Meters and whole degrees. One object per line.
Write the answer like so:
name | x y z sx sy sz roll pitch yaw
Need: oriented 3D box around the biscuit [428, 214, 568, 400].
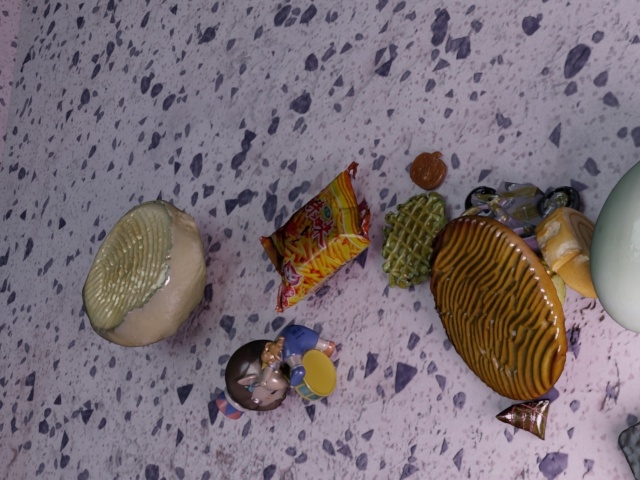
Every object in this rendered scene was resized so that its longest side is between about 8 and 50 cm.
biscuit | 0.277 0.111 1.677 0.318 0.040 0.318 44 145 41

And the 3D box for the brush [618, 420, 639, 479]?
brush | 0.501 0.328 1.443 0.123 0.059 0.197 -40 47 29

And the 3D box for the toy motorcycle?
toy motorcycle | 0.332 -0.025 1.783 0.225 0.073 0.152 3 69 42

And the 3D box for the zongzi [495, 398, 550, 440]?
zongzi | 0.326 0.278 1.682 0.083 0.073 0.067 5 96 14

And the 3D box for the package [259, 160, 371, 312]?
package | -0.001 -0.005 2.141 0.288 0.108 0.223 -37 43 23

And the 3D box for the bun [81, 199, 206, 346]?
bun | -0.390 0.089 2.468 0.364 0.202 0.364 -28 48 35

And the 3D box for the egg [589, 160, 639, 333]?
egg | 0.494 -0.002 1.485 0.203 0.203 0.282 25 98 51

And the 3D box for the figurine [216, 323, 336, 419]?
figurine | -0.098 0.271 2.097 0.275 0.161 0.158 -27 91 42

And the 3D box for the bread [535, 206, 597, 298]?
bread | 0.401 0.020 1.647 0.073 0.122 0.149 -46 43 30

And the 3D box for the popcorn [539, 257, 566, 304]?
popcorn | 0.341 0.087 1.701 0.120 0.106 0.116 -46 54 25

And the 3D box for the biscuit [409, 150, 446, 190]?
biscuit | 0.211 -0.138 2.021 0.078 0.015 0.091 -57 41 11

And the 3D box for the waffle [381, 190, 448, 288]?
waffle | 0.177 -0.001 1.983 0.169 0.036 0.183 -25 54 44
